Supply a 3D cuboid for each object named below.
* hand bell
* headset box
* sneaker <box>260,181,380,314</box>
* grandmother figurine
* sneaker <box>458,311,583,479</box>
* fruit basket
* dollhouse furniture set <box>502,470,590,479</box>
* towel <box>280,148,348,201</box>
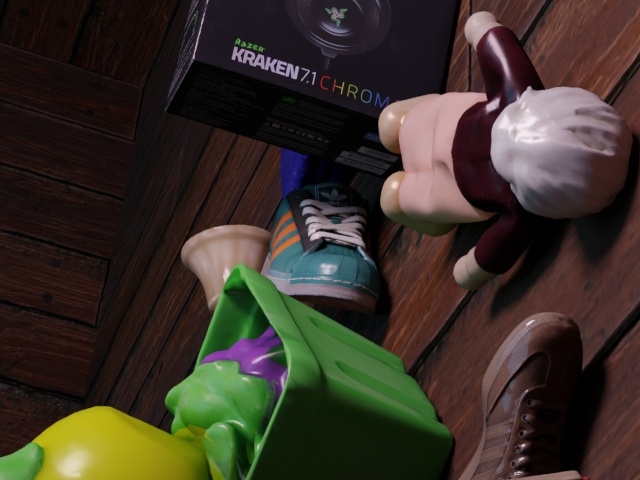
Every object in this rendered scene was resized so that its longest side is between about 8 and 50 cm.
[{"bbox_3d":[-0.099,0.116,1.957,0.126,0.126,0.242,124,146,-51],"label":"hand bell"},{"bbox_3d":[0.003,-0.237,1.604,0.131,0.246,0.283,134,151,-64],"label":"headset box"},{"bbox_3d":[0.000,0.000,1.620,0.302,0.108,0.121,-154,77,-78],"label":"sneaker"},{"bbox_3d":[0.132,-0.068,1.214,0.342,0.104,0.208,-166,65,-74],"label":"grandmother figurine"},{"bbox_3d":[0.135,0.140,1.037,0.071,0.066,0.188,51,130,54],"label":"sneaker"},{"bbox_3d":[-0.120,0.215,1.277,0.283,0.392,0.392,-124,52,-67],"label":"fruit basket"},{"bbox_3d":[0.109,0.245,0.908,0.129,0.129,0.183,-117,21,-71],"label":"dollhouse furniture set"},{"bbox_3d":[0.011,-0.182,1.898,0.308,0.076,0.227,-90,14,-50],"label":"towel"}]
